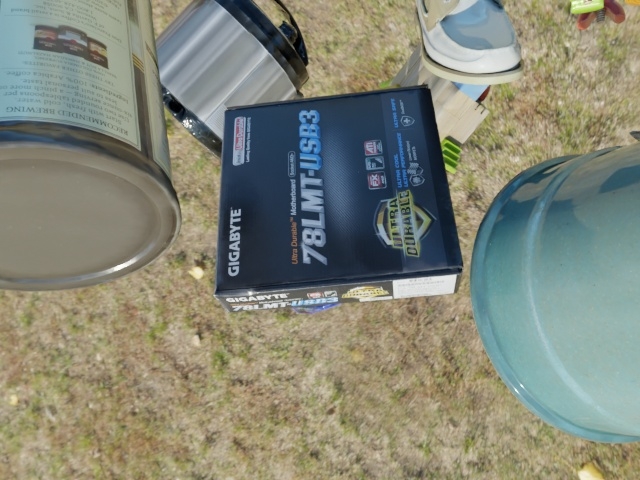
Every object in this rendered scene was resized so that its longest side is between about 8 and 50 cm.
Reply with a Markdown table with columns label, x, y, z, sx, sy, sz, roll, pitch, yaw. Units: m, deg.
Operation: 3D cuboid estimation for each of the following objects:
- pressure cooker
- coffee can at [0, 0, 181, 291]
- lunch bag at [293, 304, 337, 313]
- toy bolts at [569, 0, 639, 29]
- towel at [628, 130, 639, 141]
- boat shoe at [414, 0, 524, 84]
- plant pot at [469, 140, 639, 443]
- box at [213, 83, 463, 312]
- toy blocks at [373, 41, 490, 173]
| label | x | y | z | sx | sy | sz | roll | pitch | yaw |
| --- | --- | --- | --- | --- | --- | --- | --- | --- | --- |
| pressure cooker | -0.234 | -0.466 | 1.462 | 0.375 | 0.370 | 0.420 | 44 | 92 | 3 |
| coffee can | -0.239 | -0.122 | 0.478 | 0.201 | 0.201 | 0.275 | -27 | 59 | 20 |
| lunch bag | 0.000 | 0.000 | 1.558 | 0.239 | 0.385 | 0.328 | 5 | 60 | -16 |
| toy bolts | 0.641 | -0.581 | 1.189 | 0.218 | 0.228 | 0.158 | 0 | 92 | 24 |
| towel | 0.686 | -0.209 | 1.123 | 0.083 | 0.060 | 0.009 | 27 | 95 | 55 |
| boat shoe | 0.183 | -0.301 | 0.721 | 0.113 | 0.302 | 0.103 | -8 | 129 | -3 |
| plant pot | 0.368 | 0.031 | 0.487 | 0.341 | 0.334 | 0.341 | 2 | 79 | -12 |
| box | 0.016 | -0.062 | 0.718 | 0.293 | 0.073 | 0.295 | -4 | 61 | 5 |
| toy blocks | 0.293 | -0.367 | 1.254 | 0.261 | 0.191 | 0.381 | -51 | 30 | 26 |
